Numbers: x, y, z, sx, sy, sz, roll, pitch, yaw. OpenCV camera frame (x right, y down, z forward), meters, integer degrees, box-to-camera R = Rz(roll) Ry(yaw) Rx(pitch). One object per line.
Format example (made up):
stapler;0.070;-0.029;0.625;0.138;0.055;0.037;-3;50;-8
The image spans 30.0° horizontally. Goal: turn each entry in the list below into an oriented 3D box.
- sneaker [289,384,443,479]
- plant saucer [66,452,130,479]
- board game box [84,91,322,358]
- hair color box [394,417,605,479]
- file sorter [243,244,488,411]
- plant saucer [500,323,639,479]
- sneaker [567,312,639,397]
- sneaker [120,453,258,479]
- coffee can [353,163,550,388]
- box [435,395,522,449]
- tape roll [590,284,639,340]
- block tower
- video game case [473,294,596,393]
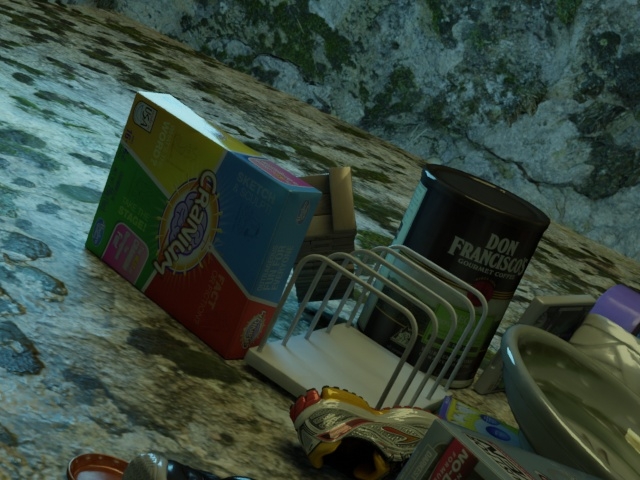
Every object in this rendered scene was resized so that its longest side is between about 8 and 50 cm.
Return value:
sneaker;0.068;0.240;1.349;0.225;0.088;0.092;16;37;-26
plant saucer;-0.194;0.225;1.104;0.083;0.013;0.083;21;14;-6
board game box;-0.164;-0.026;1.584;0.316;0.242;0.064;33;20;35
hair color box;0.190;0.289;0.984;0.374;0.185;0.113;26;10;-42
file sorter;0.076;0.118;1.562;0.193;0.173;0.278;33;17;22
plant saucer;0.357;0.274;1.488;0.400;0.100;0.400;37;16;-12
sneaker;0.469;0.250;1.769;0.292;0.169;0.108;33;-22;30
sneaker;-0.054;0.269;0.987;0.153;0.101;0.268;12;19;-39
coffee can;0.192;0.051;1.779;0.201;0.275;0.201;21;15;-6
box;0.229;0.268;1.535;0.179;0.043;0.105;26;15;5
tape roll;0.484;0.172;1.966;0.080;0.189;0.189;32;17;32
block tower;0.000;0.000;1.682;0.097;0.091;0.335;-5;-18;-2
video game case;0.328;0.157;1.816;0.022;0.173;0.190;43;23;29
